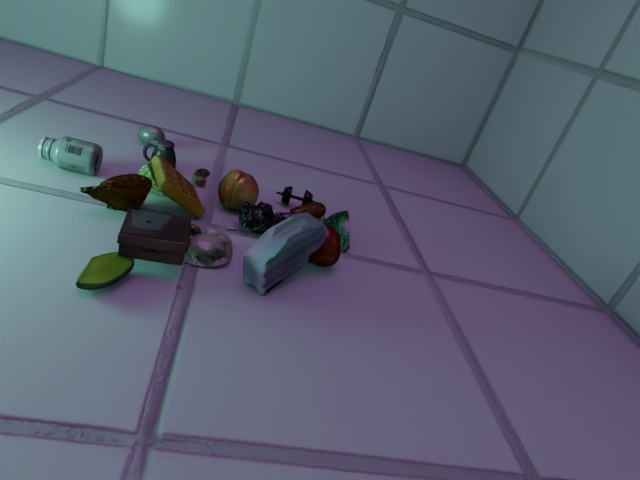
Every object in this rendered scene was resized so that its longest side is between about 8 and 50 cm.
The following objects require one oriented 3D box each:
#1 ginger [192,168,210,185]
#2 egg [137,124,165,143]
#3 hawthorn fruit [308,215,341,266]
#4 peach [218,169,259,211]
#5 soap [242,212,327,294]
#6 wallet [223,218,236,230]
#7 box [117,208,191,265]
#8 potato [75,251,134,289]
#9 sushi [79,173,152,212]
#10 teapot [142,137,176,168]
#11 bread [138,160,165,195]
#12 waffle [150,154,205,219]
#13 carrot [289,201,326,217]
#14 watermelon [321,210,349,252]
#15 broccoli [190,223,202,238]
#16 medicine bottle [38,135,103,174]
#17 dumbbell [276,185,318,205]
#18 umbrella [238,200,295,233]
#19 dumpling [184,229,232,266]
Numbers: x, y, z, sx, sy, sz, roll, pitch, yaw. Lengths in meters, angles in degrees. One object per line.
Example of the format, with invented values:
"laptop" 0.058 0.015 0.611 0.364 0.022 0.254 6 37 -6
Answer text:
"ginger" -0.569 -0.307 2.192 0.070 0.051 0.173 17 29 -12
"egg" -0.867 -0.538 2.368 0.135 0.103 0.103 14 27 -8
"hawthorn fruit" 0.000 0.000 1.822 0.179 0.200 0.179 14 -10 2
"peach" -0.361 -0.221 2.033 0.184 0.184 0.184 15 27 -8
"soap" -0.119 0.028 1.629 0.109 0.192 0.324 33 45 26
"wallet" -0.377 -0.066 1.910 0.044 0.011 0.083 5 31 -25
"box" -0.539 -0.012 1.516 0.215 0.086 0.215 9 24 -18
"potato" -0.646 0.100 1.383 0.119 0.054 0.198 20 29 1
"sushi" -0.743 -0.169 1.731 0.140 0.149 0.287 -7 14 28
"teapot" -0.742 -0.407 2.159 0.148 0.146 0.116 31 29 22
"bread" -0.711 -0.255 1.962 0.110 0.156 0.103 -17 22 22
"waffle" -0.585 -0.221 1.884 0.221 0.055 0.248 47 6 -44
"carrot" -0.053 -0.135 2.171 0.087 0.087 0.193 36 32 30
"watermelon" 0.057 -0.051 2.080 0.146 0.128 0.231 0 30 1
"broccoli" -0.483 -0.020 1.691 0.092 0.095 0.097 44 -6 5
"medicine bottle" -1.023 -0.354 1.890 0.215 0.135 0.135 13 28 -12
"dumbbell" -0.113 -0.207 2.246 0.209 0.099 0.099 14 27 -9
"umbrella" -0.175 -0.080 1.949 0.337 0.128 0.154 14 25 -16
"dumpling" -0.396 0.034 1.637 0.150 0.092 0.176 42 31 18
